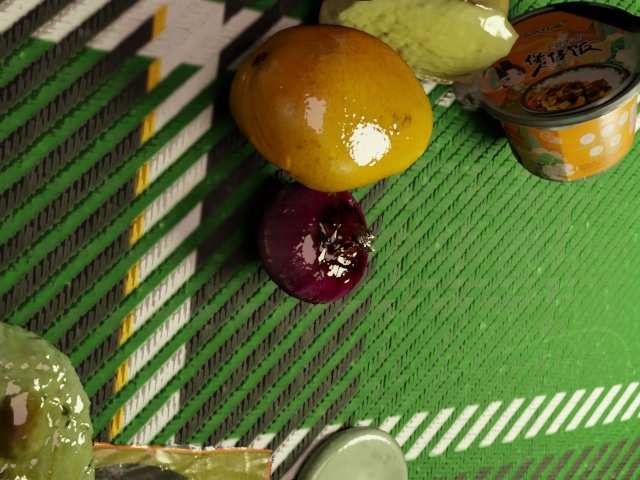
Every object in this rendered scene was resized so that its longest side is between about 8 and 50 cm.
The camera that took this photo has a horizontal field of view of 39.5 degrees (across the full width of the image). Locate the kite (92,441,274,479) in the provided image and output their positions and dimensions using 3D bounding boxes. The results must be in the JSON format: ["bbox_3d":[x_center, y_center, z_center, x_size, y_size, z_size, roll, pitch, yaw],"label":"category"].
[{"bbox_3d":[-0.170,0.327,0.785,0.377,0.013,0.327,-42,124,-24],"label":"kite"}]

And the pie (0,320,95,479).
[{"bbox_3d":[-0.292,0.195,0.613,0.306,0.071,0.306,-7,103,-31],"label":"pie"}]

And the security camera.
[{"bbox_3d":[0.015,0.337,0.896,0.157,0.080,0.301,31,79,-38],"label":"security camera"}]

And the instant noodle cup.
[{"bbox_3d":[0.252,-0.142,0.916,0.125,0.208,0.178,62,36,-47],"label":"instant noodle cup"}]

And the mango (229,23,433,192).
[{"bbox_3d":[0.026,-0.112,0.763,0.217,0.102,0.141,8,56,-47],"label":"mango"}]

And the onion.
[{"bbox_3d":[0.000,0.000,0.781,0.115,0.104,0.115,0,90,-55],"label":"onion"}]

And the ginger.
[{"bbox_3d":[0.088,-0.228,0.813,0.193,0.115,0.123,5,76,-31],"label":"ginger"}]
